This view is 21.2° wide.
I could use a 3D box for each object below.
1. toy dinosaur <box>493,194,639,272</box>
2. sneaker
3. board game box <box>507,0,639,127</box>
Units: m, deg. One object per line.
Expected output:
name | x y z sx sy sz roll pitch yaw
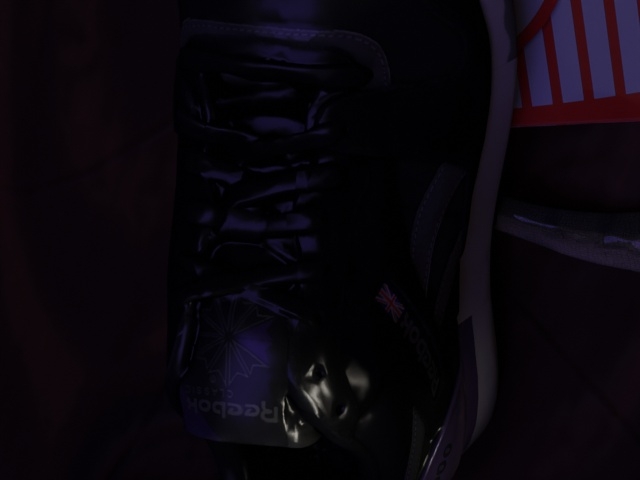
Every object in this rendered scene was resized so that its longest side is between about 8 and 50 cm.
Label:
toy dinosaur | 0.184 0.012 0.535 0.268 0.064 0.118 -15 85 32
sneaker | 0.000 0.000 0.543 0.107 0.124 0.283 5 127 24
board game box | 0.038 -0.133 0.566 0.146 0.045 0.193 -2 110 28
